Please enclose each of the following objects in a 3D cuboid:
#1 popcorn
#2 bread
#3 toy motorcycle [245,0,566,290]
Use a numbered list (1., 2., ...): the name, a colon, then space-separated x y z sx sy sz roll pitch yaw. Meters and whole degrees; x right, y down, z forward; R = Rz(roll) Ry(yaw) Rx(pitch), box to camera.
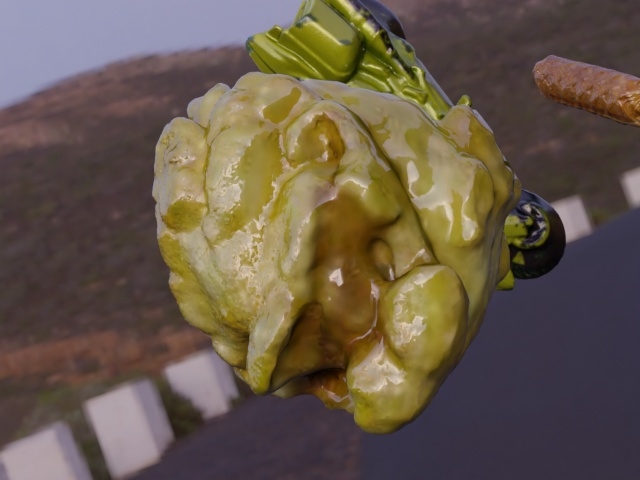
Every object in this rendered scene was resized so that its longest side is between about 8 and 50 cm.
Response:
1. popcorn: 0.000 0.000 1.118 0.250 0.235 0.242 20 14 12
2. bread: 0.268 -0.147 1.566 0.044 0.052 0.157 -50 37 -11
3. toy motorcycle: 0.062 -0.075 1.484 0.206 0.342 0.142 -29 -15 -34
